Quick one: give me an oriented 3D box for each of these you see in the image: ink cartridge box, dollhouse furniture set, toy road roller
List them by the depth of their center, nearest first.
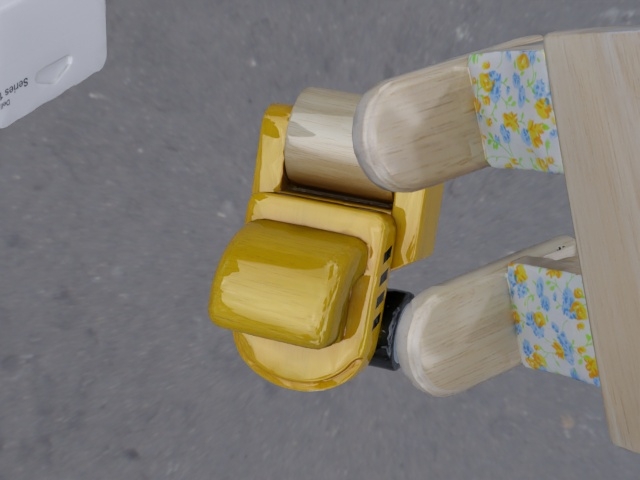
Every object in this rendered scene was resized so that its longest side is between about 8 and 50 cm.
[{"bbox_3d":[0.156,0.101,0.588,0.256,0.362,0.394,-20,106,-29],"label":"dollhouse furniture set"},{"bbox_3d":[-0.375,-0.224,1.198,0.278,0.201,0.117,17,123,17],"label":"ink cartridge box"},{"bbox_3d":[0.000,0.000,1.341,0.202,0.240,0.329,11,96,19],"label":"toy road roller"}]
